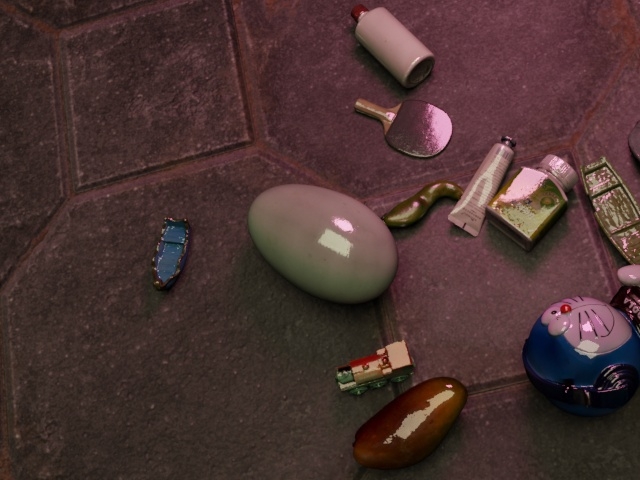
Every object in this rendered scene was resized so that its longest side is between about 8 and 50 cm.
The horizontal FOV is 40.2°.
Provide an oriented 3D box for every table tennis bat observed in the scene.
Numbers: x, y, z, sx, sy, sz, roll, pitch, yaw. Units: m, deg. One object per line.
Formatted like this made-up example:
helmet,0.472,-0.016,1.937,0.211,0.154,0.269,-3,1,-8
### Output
table tennis bat,0.192,-0.279,2.063,0.246,0.022,0.138,24,78,18

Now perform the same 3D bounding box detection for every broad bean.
broad bean,0.220,-0.077,1.970,0.213,0.048,0.070,-25,68,0

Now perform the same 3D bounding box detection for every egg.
egg,0.000,0.000,1.894,0.371,0.230,0.230,29,79,26

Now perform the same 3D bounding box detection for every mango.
mango,0.188,0.379,1.781,0.267,0.111,0.133,-36,52,0

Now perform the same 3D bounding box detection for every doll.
doll,0.548,0.208,1.704,0.310,0.240,0.284,-20,26,-10

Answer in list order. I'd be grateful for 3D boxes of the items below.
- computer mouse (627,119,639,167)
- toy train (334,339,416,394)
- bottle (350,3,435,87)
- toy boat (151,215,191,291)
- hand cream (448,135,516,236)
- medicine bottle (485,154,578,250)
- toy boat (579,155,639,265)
computer mouse,0.818,-0.157,1.830,0.203,0.114,0.374,-45,67,-4
toy train,0.111,0.269,1.834,0.176,0.118,0.074,-16,66,5
bottle,0.161,-0.480,2.096,0.104,0.104,0.245,-40,68,-3
toy boat,-0.355,0.033,2.042,0.075,0.077,0.185,7,73,14
hand cream,0.371,-0.126,1.955,0.080,0.050,0.234,31,81,-4
medicine bottle,0.466,-0.090,1.898,0.132,0.088,0.188,40,84,22
toy boat,0.642,-0.041,1.860,0.093,0.055,0.293,-24,67,3
